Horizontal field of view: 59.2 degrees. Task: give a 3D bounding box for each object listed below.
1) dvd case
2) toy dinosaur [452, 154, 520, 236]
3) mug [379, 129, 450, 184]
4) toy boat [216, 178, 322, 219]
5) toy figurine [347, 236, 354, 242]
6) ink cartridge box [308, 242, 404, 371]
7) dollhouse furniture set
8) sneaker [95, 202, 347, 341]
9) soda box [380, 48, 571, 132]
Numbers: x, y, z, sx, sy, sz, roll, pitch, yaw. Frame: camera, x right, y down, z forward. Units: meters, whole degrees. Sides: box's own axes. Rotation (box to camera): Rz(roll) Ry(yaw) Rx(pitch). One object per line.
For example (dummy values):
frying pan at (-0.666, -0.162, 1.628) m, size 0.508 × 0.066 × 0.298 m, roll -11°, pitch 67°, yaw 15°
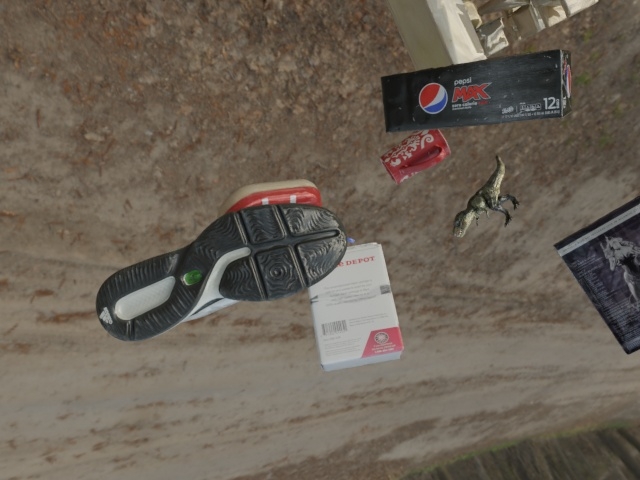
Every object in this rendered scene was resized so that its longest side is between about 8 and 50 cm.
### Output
dvd case at (0.526, 0.058, 0.941) m, size 0.164 × 0.221 × 0.018 m, roll -34°, pitch 175°, yaw 20°
toy dinosaur at (0.434, -0.099, 1.405) m, size 0.268 × 0.118 × 0.064 m, roll -52°, pitch 170°, yaw -23°
mug at (0.258, -0.238, 1.548) m, size 0.169 × 0.113 × 0.150 m, roll -33°, pitch -178°, yaw 4°
toy boat at (-0.100, -0.032, 1.193) m, size 0.231 × 0.151 × 0.151 m, roll -9°, pitch 155°, yaw -22°
toy figurine at (0.000, 0.000, 1.807) m, size 0.217 × 0.191 × 0.362 m, roll 12°, pitch 177°, yaw 5°
ink cartridge box at (0.061, 0.128, 1.093) m, size 0.158 × 0.218 × 0.092 m, roll -10°, pitch 157°, yaw 1°
dollhouse furniture set at (0.351, -0.520, 1.137) m, size 0.394 × 0.257 × 0.362 m, roll -29°, pitch -170°, yaw -10°
sneaker at (-0.174, 0.046, 1.072) m, size 0.447 × 0.169 × 0.257 m, roll -19°, pitch -179°, yaw -3°
soda box at (0.145, -0.139, 0.535) m, size 0.168 × 0.060 × 0.053 m, roll 1°, pitch -165°, yaw 32°
